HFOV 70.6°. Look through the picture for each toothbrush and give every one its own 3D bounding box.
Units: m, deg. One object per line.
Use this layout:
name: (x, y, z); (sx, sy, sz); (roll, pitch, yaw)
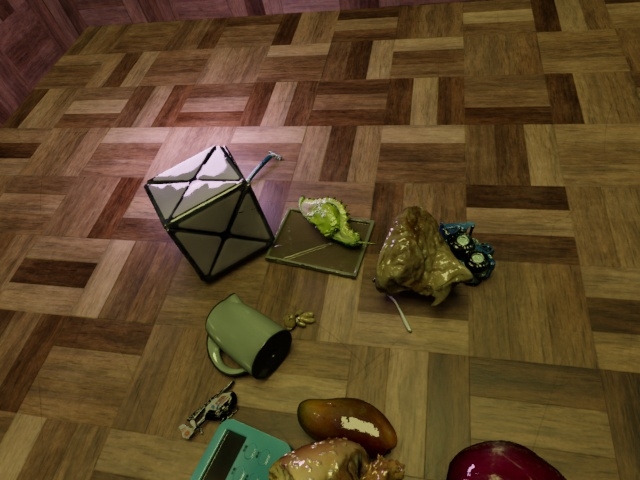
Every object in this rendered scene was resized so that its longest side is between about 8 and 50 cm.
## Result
toothbrush: (0.233, 0.201, 1.407); (0.022, 0.017, 0.204); (-33, 52, 10)

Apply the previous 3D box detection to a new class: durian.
durian: (0.037, -0.075, 1.569); (0.132, 0.106, 0.375); (-42, 52, -14)

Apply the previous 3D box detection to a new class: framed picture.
framed picture: (0.000, 0.000, 1.596); (0.335, 0.022, 0.247); (10, 56, 18)

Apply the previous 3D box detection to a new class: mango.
mango: (0.069, 0.475, 1.172); (0.268, 0.111, 0.133); (10, 72, 16)

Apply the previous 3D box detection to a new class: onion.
onion: (0.429, 0.560, 0.879); (0.386, 0.347, 0.347); (-18, 51, 17)

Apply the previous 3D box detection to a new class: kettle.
kettle: (-0.238, 0.303, 1.345); (0.237, 0.161, 0.221); (29, 94, 28)

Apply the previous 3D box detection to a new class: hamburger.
hamburger: (0.049, 0.574, 0.954); (0.287, 0.445, 0.268); (-15, 41, -27)

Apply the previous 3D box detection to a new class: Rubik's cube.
Rubik's cube: (-0.372, -0.098, 1.561); (0.310, 0.305, 0.307); (-30, 47, -9)

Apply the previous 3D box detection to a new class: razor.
razor: (-0.245, -0.301, 1.859); (0.068, 0.037, 0.191); (30, 64, 27)

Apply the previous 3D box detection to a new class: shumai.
shumai: (0.331, 0.046, 1.345); (0.263, 0.267, 0.314); (15, 61, 20)

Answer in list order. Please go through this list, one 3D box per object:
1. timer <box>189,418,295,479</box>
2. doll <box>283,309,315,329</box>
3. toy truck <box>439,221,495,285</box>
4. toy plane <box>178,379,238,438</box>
timer: (-0.208, 0.597, 1.151); (0.250, 0.091, 0.231); (12, 57, 24)
doll: (-0.068, 0.248, 1.423); (0.093, 0.051, 0.061); (4, 48, -23)
toy truck: (0.463, 0.028, 1.429); (0.126, 0.113, 0.208); (-27, 56, -14)
toy plane: (-0.305, 0.486, 1.277); (0.197, 0.053, 0.078); (-40, 48, -19)
